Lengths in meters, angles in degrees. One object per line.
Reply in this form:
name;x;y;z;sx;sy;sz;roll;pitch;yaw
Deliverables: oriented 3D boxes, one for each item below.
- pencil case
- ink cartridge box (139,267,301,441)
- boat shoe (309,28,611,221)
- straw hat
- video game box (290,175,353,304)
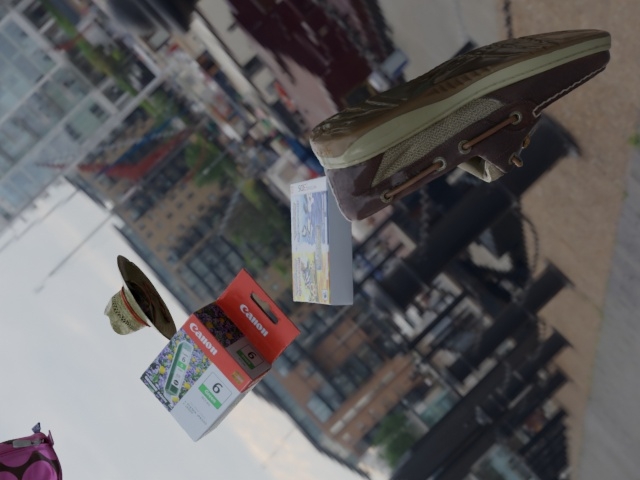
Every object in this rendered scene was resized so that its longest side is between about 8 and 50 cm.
pencil case;-0.448;0.314;1.433;0.095;0.209;0.098;54;141;26
ink cartridge box;-0.070;0.079;0.748;0.063;0.115;0.029;47;-147;10
boat shoe;0.159;-0.120;1.138;0.123;0.342;0.123;26;139;65
straw hat;-0.248;0.091;1.427;0.144;0.061;0.144;57;-176;-6
video game box;0.000;0.000;1.780;0.187;0.048;0.205;175;94;-73
